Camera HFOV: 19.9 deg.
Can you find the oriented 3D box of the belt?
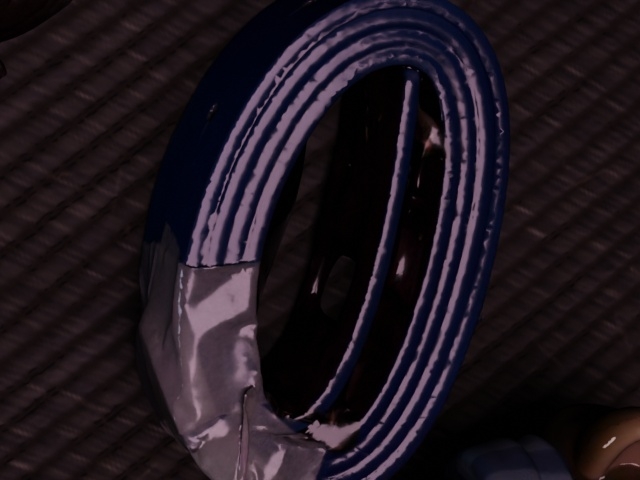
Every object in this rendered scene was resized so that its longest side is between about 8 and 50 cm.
[{"bbox_3d":[0.000,0.000,1.198,0.212,0.117,0.347,13,98,-23],"label":"belt"}]

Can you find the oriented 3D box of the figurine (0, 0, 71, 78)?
[{"bbox_3d":[-0.197,-0.271,1.047,0.281,0.167,0.370,10,91,-51],"label":"figurine"}]

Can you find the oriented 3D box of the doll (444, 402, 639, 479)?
[{"bbox_3d":[0.119,0.245,1.225,0.340,0.318,0.209,-25,79,-18],"label":"doll"}]
